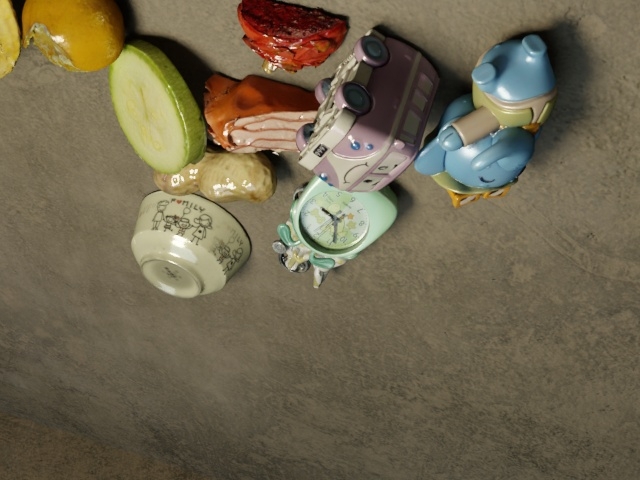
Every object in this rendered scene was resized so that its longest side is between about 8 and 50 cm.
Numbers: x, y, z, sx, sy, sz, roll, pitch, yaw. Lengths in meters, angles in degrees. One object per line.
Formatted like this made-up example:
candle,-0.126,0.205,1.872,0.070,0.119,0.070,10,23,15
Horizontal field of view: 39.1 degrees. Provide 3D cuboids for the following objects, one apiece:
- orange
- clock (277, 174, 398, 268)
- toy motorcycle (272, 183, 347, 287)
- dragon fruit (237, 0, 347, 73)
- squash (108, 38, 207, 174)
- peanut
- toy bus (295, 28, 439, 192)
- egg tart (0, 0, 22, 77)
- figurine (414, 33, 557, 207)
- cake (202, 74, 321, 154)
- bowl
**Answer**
orange,-0.372,-0.318,1.343,0.157,0.134,0.156,17,129,22
clock,0.022,-0.042,1.484,0.148,0.060,0.188,39,115,-16
toy motorcycle,0.000,0.000,1.603,0.151,0.074,0.228,24,136,8
dragon fruit,-0.048,-0.271,1.271,0.162,0.083,0.106,14,146,9
squash,-0.267,-0.208,1.428,0.219,0.041,0.219,32,140,32
peanut,-0.179,-0.113,1.526,0.228,0.104,0.085,8,148,23
toy bus,0.066,-0.169,1.232,0.142,0.202,0.142,31,144,-16
egg tart,-0.584,-0.384,1.372,0.341,0.132,0.341,15,146,11
figurine,0.220,-0.153,1.202,0.154,0.180,0.262,34,157,19
cake,-0.043,-0.176,1.372,0.287,0.135,0.098,10,129,4
bowl,-0.264,0.026,1.739,0.238,0.126,0.237,15,145,10
